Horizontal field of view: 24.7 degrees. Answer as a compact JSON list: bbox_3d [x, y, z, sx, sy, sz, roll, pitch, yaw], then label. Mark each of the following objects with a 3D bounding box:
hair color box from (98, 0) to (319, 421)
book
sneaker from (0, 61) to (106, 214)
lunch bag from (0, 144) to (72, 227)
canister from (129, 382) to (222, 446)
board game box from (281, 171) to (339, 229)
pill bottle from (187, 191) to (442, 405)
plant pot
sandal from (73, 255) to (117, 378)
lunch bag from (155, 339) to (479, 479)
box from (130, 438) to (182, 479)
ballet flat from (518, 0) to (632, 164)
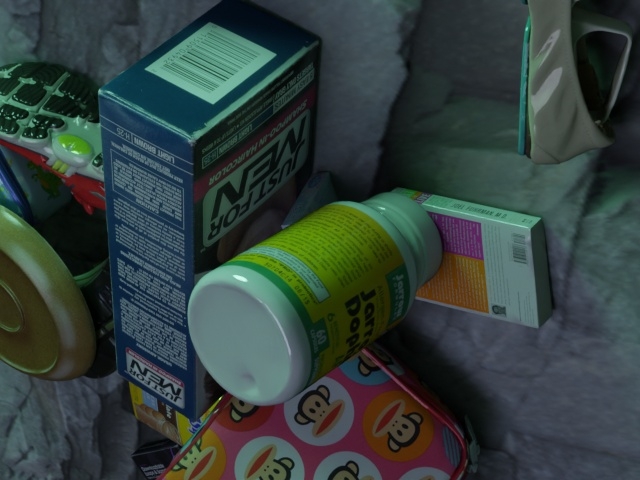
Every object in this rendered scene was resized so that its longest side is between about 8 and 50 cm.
[{"bbox_3d":[-0.096,-0.020,1.296,0.105,0.174,0.347,29,140,23],"label":"hair color box"},{"bbox_3d":[0.122,0.013,1.223,0.144,0.035,0.096,15,128,37],"label":"book"},{"bbox_3d":[-0.246,-0.083,1.456,0.279,0.107,0.118,29,145,25],"label":"sneaker"},{"bbox_3d":[-0.386,-0.084,1.609,0.219,0.090,0.176,-9,113,48],"label":"lunch bag"},{"bbox_3d":[-0.126,0.183,1.596,0.170,0.073,0.126,26,138,30],"label":"canister"},{"bbox_3d":[0.000,0.000,1.286,0.020,0.090,0.090,-6,119,23],"label":"board game box"},{"bbox_3d":[0.004,0.038,1.171,0.118,0.208,0.117,21,125,33],"label":"pill bottle"},{"bbox_3d":[-0.340,0.062,1.586,0.236,0.032,0.236,26,136,28],"label":"plant pot"},{"bbox_3d":[-0.206,0.061,1.563,0.303,0.086,0.120,-28,98,42],"label":"sandal"},{"bbox_3d":[-0.001,0.238,1.348,0.258,0.293,0.120,41,-177,9],"label":"lunch bag"},{"bbox_3d":[-0.150,0.311,1.771,0.116,0.029,0.162,-20,108,51],"label":"box"},{"bbox_3d":[0.171,-0.161,0.991,0.086,0.086,0.248,20,137,33],"label":"ballet flat"}]
